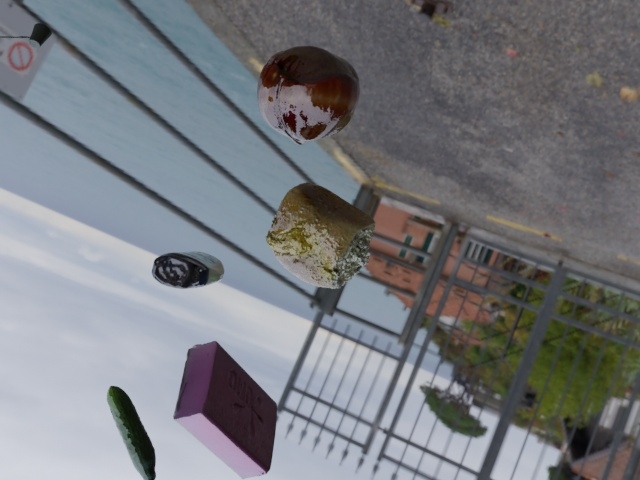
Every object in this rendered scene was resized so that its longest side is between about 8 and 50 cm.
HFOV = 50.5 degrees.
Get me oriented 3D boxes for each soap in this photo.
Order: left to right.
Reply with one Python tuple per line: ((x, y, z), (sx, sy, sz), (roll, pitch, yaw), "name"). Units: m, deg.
((-0.191, 0.356, 1.426), (0.081, 0.181, 0.259), (-19, 128, 20), "soap")

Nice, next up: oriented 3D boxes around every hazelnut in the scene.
((-0.031, -0.323, 1.516), (0.229, 0.230, 0.229), (23, 173, 3), "hazelnut")

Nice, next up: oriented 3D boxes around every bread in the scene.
((0.000, 0.000, 1.574), (0.246, 0.176, 0.196), (32, 133, 18), "bread")

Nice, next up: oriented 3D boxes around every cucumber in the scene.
((-0.260, 0.273, 0.945), (0.155, 0.037, 0.037), (63, 180, 11), "cucumber")

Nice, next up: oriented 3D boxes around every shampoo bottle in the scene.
((-0.309, 0.072, 1.657), (0.134, 0.078, 0.359), (16, 179, 0), "shampoo bottle")

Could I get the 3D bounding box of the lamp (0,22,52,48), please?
((-0.557, -0.373, 1.230), (0.121, 0.054, 0.041), (11, 147, -1), "lamp")
